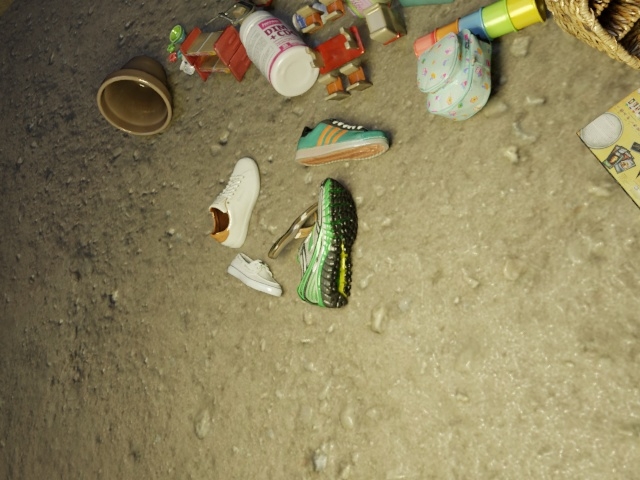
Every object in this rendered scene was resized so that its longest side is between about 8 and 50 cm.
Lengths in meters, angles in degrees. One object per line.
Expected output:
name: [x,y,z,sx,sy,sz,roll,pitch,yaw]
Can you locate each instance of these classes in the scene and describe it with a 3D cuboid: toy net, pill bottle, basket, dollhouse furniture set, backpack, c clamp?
toy net: [-0.535,-0.705,2.243,0.122,0.045,0.232,-37,56,22]
pill bottle: [-0.133,-0.581,1.819,0.160,0.160,0.283,-47,53,15]
basket: [0.635,-0.546,1.186,0.299,0.213,0.223,-50,51,14]
dollhouse furniture set: [-0.283,-0.729,2.021,0.201,0.152,0.374,16,68,40]
dollhouse furniture set: [0.093,-0.550,1.643,0.259,0.135,0.262,-18,89,32]
backpack: [0.320,-0.388,1.413,0.166,0.144,0.189,-22,67,54]
c clamp: [-0.279,-0.716,1.887,0.137,0.022,0.160,-44,42,-10]
pill bottle: [-0.021,-0.691,1.831,0.120,0.067,0.067,-13,67,34]

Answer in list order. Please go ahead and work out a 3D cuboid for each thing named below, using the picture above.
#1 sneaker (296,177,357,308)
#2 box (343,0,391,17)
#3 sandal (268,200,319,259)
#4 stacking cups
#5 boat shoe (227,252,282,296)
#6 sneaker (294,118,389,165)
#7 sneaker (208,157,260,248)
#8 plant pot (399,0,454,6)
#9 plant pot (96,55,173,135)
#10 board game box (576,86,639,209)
sneaker: [0.000,0.000,1.536,0.146,0.134,0.344,-1,75,34]
box: [0.125,-0.789,1.657,0.117,0.213,0.243,18,87,39]
sandal: [-0.056,-0.025,1.626,0.219,0.060,0.090,-50,7,-9]
stacking cups: [0.379,-0.517,1.451,0.316,0.096,0.096,-14,67,34]
boat shoe: [-0.185,0.091,1.683,0.226,0.083,0.076,22,90,41]
sneaker: [0.053,-0.282,1.611,0.302,0.108,0.121,-2,78,38]
sneaker: [-0.265,-0.129,1.795,0.105,0.123,0.290,-4,72,39]
plant pot: [0.247,-0.751,1.538,0.165,0.234,0.166,13,83,40]
plant pot: [-0.661,-0.558,2.186,0.263,0.263,0.229,-25,42,29]
board game box: [0.648,-0.174,1.162,0.165,0.042,0.243,-38,55,22]
